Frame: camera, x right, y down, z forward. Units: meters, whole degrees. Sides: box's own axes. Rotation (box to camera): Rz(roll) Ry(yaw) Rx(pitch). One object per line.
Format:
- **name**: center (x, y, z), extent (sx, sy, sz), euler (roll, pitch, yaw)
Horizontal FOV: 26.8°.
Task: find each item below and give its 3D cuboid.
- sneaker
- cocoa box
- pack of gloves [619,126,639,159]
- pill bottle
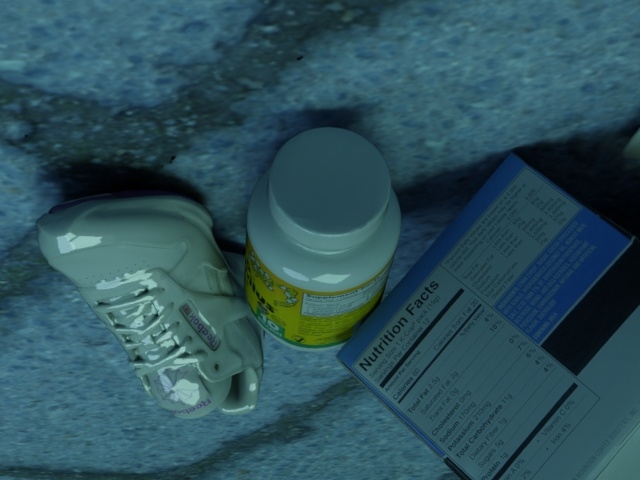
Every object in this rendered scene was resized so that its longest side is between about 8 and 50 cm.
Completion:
- **sneaker**: center (-0.119, 0.056, 1.092), extent (0.114, 0.152, 0.305), euler (-15, 154, 21)
- **cocoa box**: center (0.214, 0.125, 1.154), extent (0.231, 0.228, 0.347), euler (-49, 150, 0)
- **pack of gloves**: center (0.350, -0.124, 0.977), extent (0.195, 0.046, 0.232), euler (8, 152, -6)
- **pill bottle**: center (0.000, 0.000, 1.038), extent (0.117, 0.118, 0.208), euler (-4, 157, -6)
